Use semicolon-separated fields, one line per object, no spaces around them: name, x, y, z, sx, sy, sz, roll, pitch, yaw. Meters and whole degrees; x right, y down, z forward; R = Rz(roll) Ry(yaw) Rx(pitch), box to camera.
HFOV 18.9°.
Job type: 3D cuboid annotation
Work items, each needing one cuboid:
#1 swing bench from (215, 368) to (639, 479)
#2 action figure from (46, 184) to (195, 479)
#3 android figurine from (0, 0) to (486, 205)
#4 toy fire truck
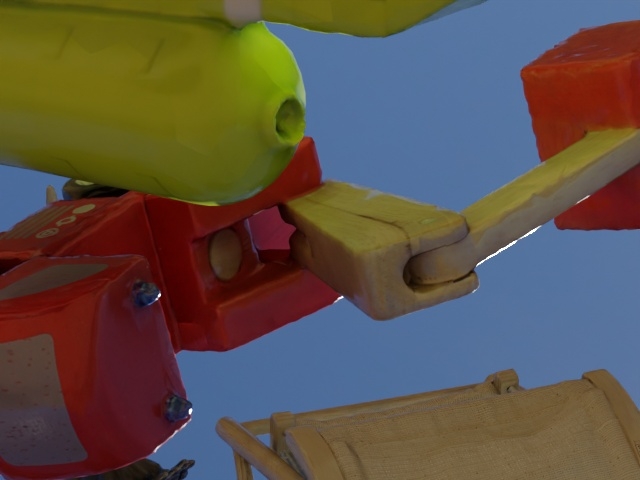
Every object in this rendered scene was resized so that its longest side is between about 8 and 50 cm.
swing bench;0.087;0.188;1.417;0.253;0.165;0.255;-8;176;-21
action figure;-0.168;0.024;0.947;0.141;0.275;0.164;-38;178;33
android figurine;-0.039;-0.130;0.388;0.273;0.248;0.056;12;-158;32
toy fire truck;0.000;0.000;0.472;0.135;0.047;0.192;-3;-159;32
